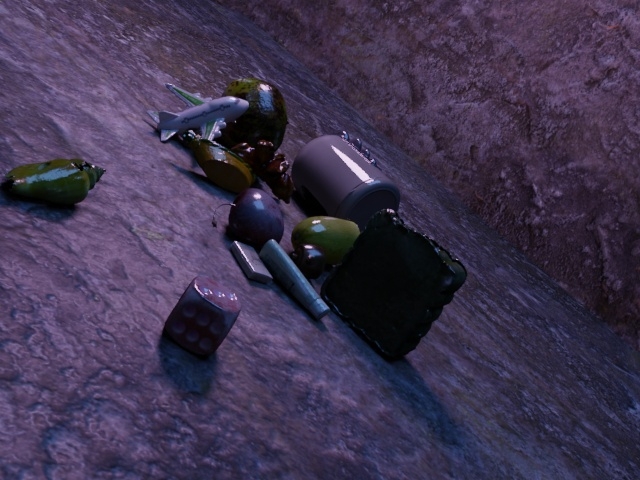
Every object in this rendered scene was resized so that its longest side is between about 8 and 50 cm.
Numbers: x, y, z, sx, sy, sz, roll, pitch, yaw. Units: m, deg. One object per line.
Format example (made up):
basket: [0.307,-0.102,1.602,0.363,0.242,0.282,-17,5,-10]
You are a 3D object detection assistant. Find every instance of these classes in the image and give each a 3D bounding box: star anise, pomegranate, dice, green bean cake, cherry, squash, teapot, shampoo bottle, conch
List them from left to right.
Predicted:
conch: [-0.458,-0.105,1.430,0.200,0.080,0.095,2,18,-46]
dice: [-0.186,0.118,1.309,0.093,0.094,0.091,32,19,-7]
pomegranate: [-0.222,-0.322,2.262,0.204,0.276,0.222,72,-9,-52]
cherry: [-0.144,-0.031,1.772,0.188,0.115,0.148,-85,158,-61]
star anise: [-0.140,-0.191,2.113,0.196,0.111,0.212,36,3,-42]
shampoo bottle: [-0.054,0.084,1.701,0.041,0.069,0.191,-25,65,-42]
teapot: [-0.036,0.041,1.822,0.068,0.076,0.121,17,-3,-25]
squash: [0.000,0.000,1.930,0.186,0.123,0.123,7,33,-50]
green bean cake: [0.157,0.088,1.762,0.241,0.255,0.132,39,15,25]

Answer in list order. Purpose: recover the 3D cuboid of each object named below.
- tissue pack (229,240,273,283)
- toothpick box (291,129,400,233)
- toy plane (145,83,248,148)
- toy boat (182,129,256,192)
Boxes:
tissue pack: [-0.143,0.044,1.690,0.056,0.023,0.108,20,23,-44]
toothpick box: [0.058,-0.167,2.258,0.229,0.229,0.316,15,27,-48]
toy plane: [-0.303,-0.310,2.090,0.255,0.101,0.251,-15,55,-22]
toy boat: [-0.237,-0.186,1.985,0.229,0.089,0.088,33,28,-38]
